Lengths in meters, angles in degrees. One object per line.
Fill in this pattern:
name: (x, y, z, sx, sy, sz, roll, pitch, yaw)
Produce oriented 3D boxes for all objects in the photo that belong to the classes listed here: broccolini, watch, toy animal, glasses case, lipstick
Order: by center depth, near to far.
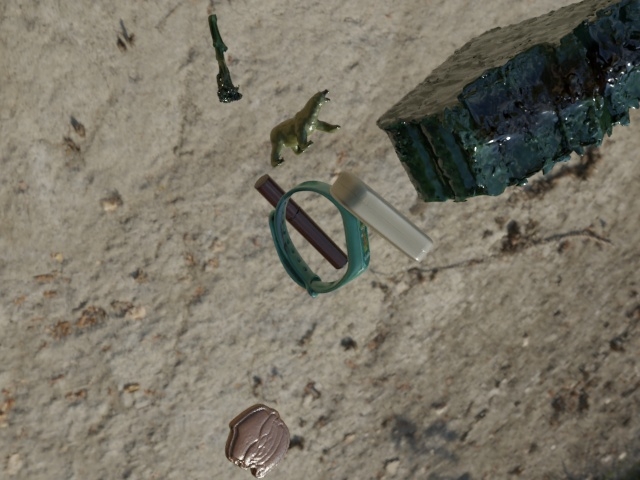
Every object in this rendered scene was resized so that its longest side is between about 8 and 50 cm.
glasses case: (0.097, -0.036, 0.982, 0.196, 0.083, 0.050, 36, 99, -31)
watch: (0.000, 0.000, 1.249, 0.195, 0.068, 0.237, -3, 111, 21)
broccolini: (-0.244, -0.437, 1.509, 0.058, 0.067, 0.216, -17, 95, -41)
toy animal: (-0.047, -0.269, 1.514, 0.219, 0.101, 0.103, -26, -174, 42)
lipstick: (-0.046, -0.045, 1.739, 0.057, 0.057, 0.356, -42, 118, 3)

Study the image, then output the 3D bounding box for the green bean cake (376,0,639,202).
green bean cake: (0.176, -0.117, 0.527, 0.208, 0.193, 0.107, -40, 115, -34)

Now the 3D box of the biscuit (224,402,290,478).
biscuit: (-0.095, 0.309, 0.968, 0.102, 0.019, 0.130, -49, 128, -21)
